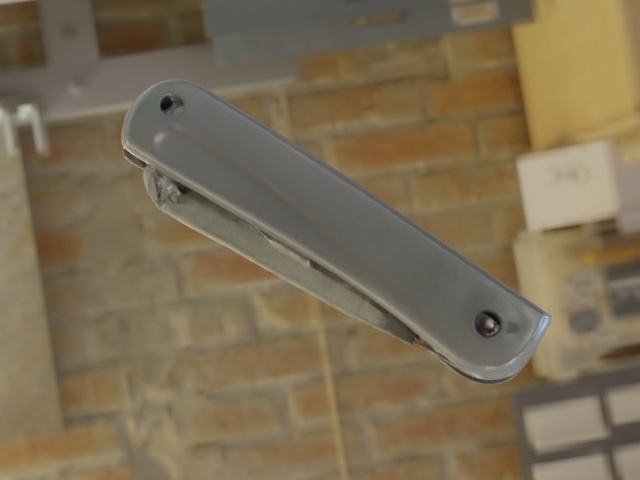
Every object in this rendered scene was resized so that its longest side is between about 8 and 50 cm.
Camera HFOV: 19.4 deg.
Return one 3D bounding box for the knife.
[{"bbox_3d":[0.002,-0.002,1.047,0.265,0.073,0.040,31,158,7],"label":"knife"}]
